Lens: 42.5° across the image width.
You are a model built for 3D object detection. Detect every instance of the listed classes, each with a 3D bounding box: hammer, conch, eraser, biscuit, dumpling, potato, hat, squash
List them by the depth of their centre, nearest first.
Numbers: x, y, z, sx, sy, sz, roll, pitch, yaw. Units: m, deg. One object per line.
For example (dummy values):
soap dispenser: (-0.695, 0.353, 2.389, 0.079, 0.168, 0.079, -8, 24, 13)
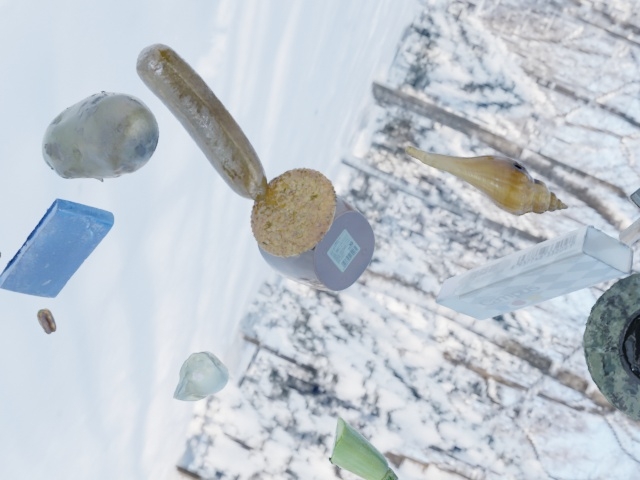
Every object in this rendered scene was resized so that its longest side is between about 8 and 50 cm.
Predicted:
hat: (0.609, 0.194, 1.461, 0.128, 0.265, 0.266, 17, 98, -51)
potato: (-0.404, -0.191, 1.528, 0.262, 0.165, 0.165, -13, -145, 31)
conch: (0.326, -0.130, 1.596, 0.109, 0.330, 0.093, -61, 176, -42)
squash: (0.085, 0.446, 1.668, 0.075, 0.200, 0.090, -34, -155, 24)
hammer: (0.661, -0.030, 1.707, 0.043, 0.111, 0.365, -40, 167, 2)
eraser: (0.469, 0.081, 1.833, 0.396, 0.213, 0.082, -26, -127, 43)
dumpling: (-0.274, 0.318, 1.861, 0.134, 0.100, 0.169, -43, 175, -7)
eraser: (-0.607, 0.026, 1.883, 0.312, 0.144, 0.043, -43, -132, 31)
biscuit: (-0.074, -0.076, 2.142, 0.035, 0.254, 0.254, 39, 71, -57)

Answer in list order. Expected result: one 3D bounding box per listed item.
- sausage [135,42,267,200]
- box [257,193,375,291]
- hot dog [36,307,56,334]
sausage: (-0.296, -0.309, 2.146, 0.123, 0.501, 0.136, -38, -179, 24)
box: (0.000, 0.000, 2.316, 0.301, 0.216, 0.301, -24, 126, -37)
hot dog: (-0.868, 0.255, 2.610, 0.049, 0.037, 0.122, -23, 142, -22)
